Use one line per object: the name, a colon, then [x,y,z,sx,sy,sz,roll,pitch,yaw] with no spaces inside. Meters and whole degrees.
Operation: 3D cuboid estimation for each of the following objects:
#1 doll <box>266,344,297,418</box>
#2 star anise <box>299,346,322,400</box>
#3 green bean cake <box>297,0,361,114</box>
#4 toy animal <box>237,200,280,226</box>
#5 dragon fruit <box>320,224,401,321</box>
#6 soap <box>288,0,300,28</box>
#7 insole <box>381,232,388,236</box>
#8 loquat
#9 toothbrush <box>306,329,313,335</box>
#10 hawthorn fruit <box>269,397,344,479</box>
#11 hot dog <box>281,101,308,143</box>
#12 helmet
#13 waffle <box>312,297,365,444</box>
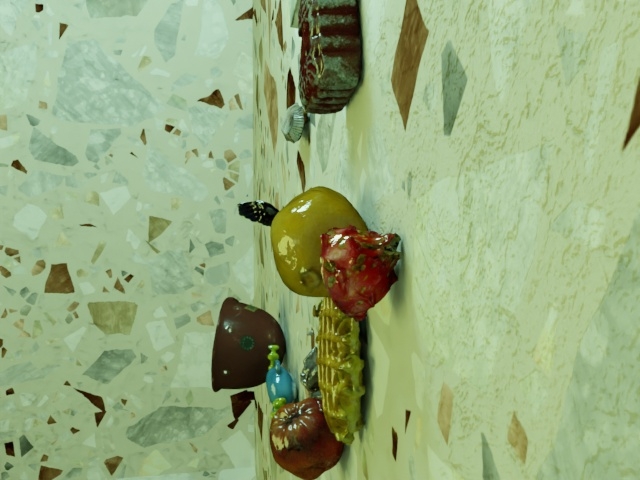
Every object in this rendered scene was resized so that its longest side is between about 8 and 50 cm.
doll: [-0.111,0.540,2.239,0.346,0.099,0.341,-107,5,-70]
star anise: [-0.009,0.357,1.667,0.172,0.063,0.208,111,155,-62]
green bean cake: [0.012,-0.378,1.331,0.198,0.097,0.233,158,110,-79]
toy animal: [-0.057,-0.054,1.715,0.197,0.272,0.160,-49,6,16]
dragon fruit: [0.079,0.042,1.065,0.153,0.111,0.153,30,-127,-49]
soap: [-0.036,-0.601,1.653,0.183,0.064,0.121,112,155,-65]
insole: [0.098,0.043,1.185,0.197,0.004,0.065,110,156,-64]
loquat: [0.000,0.000,1.246,0.234,0.176,0.187,-72,-12,-60]
toothbrush: [-0.021,0.198,1.481,0.131,0.013,0.011,110,144,-81]
hawthorn fruit: [-0.028,0.439,1.515,0.173,0.173,0.179,-115,26,-65]
hot dog: [-0.070,-0.321,1.904,0.191,0.059,0.108,-114,38,-73]
helmet: [-0.238,0.381,2.475,0.385,0.230,0.337,36,-120,-81]
waffle: [0.035,0.231,1.392,0.302,0.068,0.325,-105,18,-50]
